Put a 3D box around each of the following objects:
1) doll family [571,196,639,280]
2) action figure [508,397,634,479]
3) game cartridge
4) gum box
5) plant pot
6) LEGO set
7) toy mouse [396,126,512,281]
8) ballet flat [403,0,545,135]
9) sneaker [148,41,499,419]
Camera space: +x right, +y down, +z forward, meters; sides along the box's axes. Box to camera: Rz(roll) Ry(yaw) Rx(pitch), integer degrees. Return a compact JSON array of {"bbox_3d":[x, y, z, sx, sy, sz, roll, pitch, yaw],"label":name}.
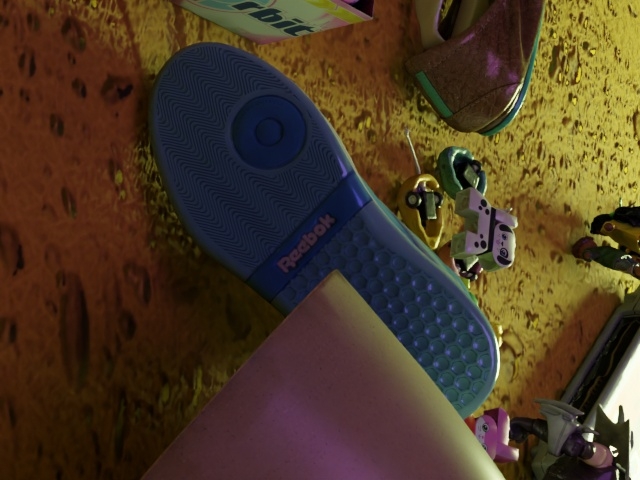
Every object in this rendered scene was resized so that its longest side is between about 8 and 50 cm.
[{"bbox_3d":[0.322,0.007,1.529,0.193,0.111,0.076,18,97,-50],"label":"doll family"},{"bbox_3d":[0.173,0.231,1.289,0.285,0.099,0.185,-19,111,-43],"label":"action figure"},{"bbox_3d":[0.306,0.199,1.513,0.294,0.060,0.196,-49,125,-43],"label":"game cartridge"},{"bbox_3d":[-0.060,-0.202,1.076,0.188,0.107,0.062,19,70,-48],"label":"gum box"},{"bbox_3d":[0.027,0.202,0.916,0.274,0.256,0.256,41,45,4],"label":"plant pot"},{"bbox_3d":[0.120,0.085,1.244,0.093,0.087,0.227,20,65,-31],"label":"LEGO set"},{"bbox_3d":[0.114,-0.021,1.323,0.143,0.031,0.161,-12,94,-51],"label":"toy mouse"},{"bbox_3d":[0.151,-0.251,1.364,0.124,0.116,0.342,34,62,-21],"label":"ballet flat"},{"bbox_3d":[0.000,0.000,1.129,0.319,0.127,0.208,52,3,3],"label":"sneaker"}]
